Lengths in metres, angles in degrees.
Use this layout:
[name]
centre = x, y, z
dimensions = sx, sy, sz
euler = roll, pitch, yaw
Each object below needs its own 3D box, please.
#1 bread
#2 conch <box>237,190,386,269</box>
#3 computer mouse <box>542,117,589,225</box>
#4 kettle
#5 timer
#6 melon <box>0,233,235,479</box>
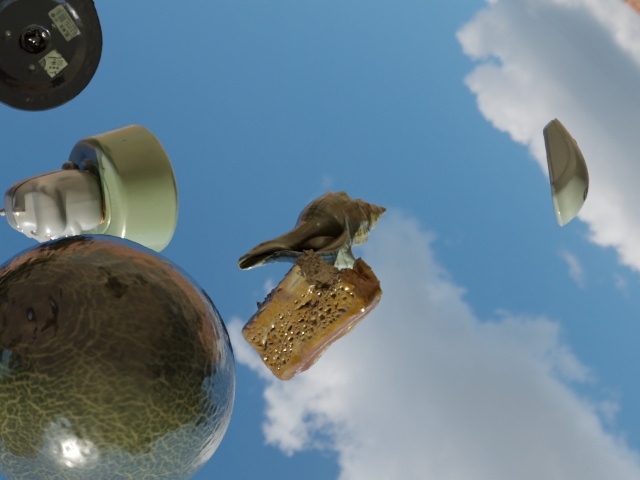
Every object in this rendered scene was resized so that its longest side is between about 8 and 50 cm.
[bread]
centre = -0.023, 0.137, 1.658
dimensions = 0.109, 0.380, 0.185
euler = -26, -104, -42
[conch]
centre = 0.005, 0.010, 1.827
dimensions = 0.386, 0.203, 0.169
euler = -38, -53, -23
[computer mouse]
centre = 0.363, -0.107, 1.201
dimensions = 0.089, 0.056, 0.181
euler = 62, -155, -53
[kettle]
centre = -0.514, -0.404, 1.390
dimensions = 0.324, 0.321, 0.228
euler = 32, 167, 42
[timer]
centre = -0.502, -0.083, 1.707
dimensions = 0.315, 0.291, 0.290
euler = -16, -113, -41
[melon]
centre = -0.199, 0.126, 0.759
dimensions = 0.238, 0.301, 0.237
euler = -4, -119, 7
